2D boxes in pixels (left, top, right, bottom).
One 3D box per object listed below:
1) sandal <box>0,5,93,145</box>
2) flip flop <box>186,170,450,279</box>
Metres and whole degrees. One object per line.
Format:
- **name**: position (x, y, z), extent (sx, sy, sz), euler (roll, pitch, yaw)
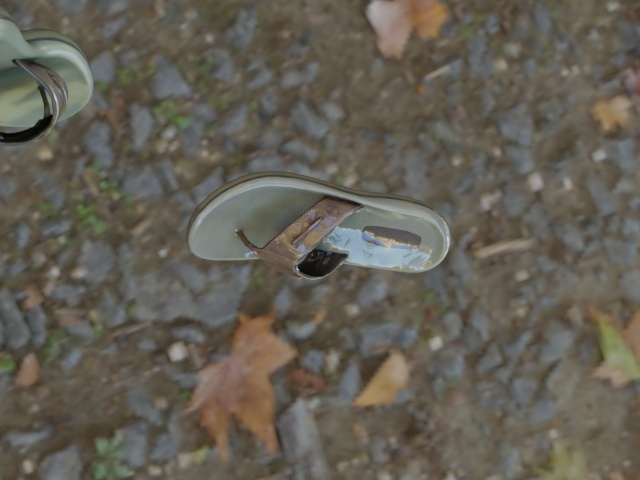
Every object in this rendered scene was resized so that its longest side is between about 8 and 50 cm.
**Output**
- **sandal**: position (-0.265, -0.120, 1.375), extent (0.086, 0.120, 0.303), euler (65, 7, 6)
- **flip flop**: position (0.000, 0.000, 1.740), extent (0.277, 0.112, 0.080), euler (8, 40, -9)
